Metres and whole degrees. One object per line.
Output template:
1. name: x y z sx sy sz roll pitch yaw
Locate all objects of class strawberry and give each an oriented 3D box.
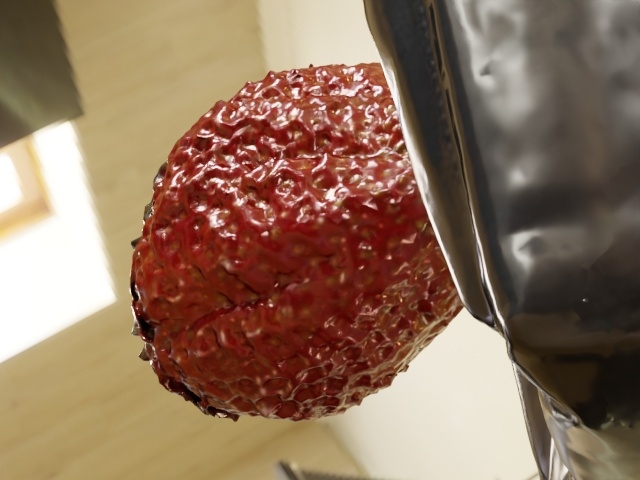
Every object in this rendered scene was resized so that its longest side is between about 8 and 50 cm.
1. strawberry: 0.000 0.000 1.136 0.288 0.238 0.250 -16 -79 46

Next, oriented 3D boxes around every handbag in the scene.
1. handbag: 0.123 -0.054 0.548 0.275 0.178 0.302 54 23 -59
